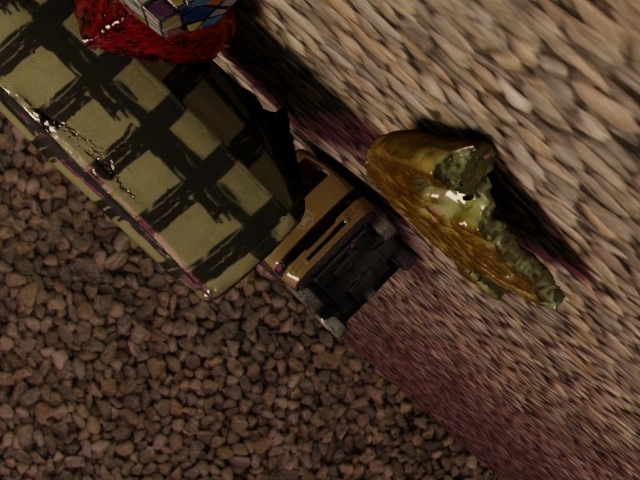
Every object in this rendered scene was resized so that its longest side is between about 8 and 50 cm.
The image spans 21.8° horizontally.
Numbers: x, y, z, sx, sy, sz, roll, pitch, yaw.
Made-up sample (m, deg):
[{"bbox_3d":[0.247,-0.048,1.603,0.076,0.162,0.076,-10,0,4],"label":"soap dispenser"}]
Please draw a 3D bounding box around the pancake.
[{"bbox_3d":[0.124,-0.017,1.345,0.197,0.054,0.376,41,177,10],"label":"pancake"}]

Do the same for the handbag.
[{"bbox_3d":[-0.164,-0.137,1.547,0.325,0.162,0.327,46,-167,-14],"label":"handbag"}]

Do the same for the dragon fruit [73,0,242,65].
[{"bbox_3d":[-0.122,-0.215,1.347,0.127,0.121,0.161,-19,162,37],"label":"dragon fruit"}]

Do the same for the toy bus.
[{"bbox_3d":[0.000,0.000,1.880,0.157,0.139,0.289,44,179,16],"label":"toy bus"}]

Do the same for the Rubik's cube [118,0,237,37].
[{"bbox_3d":[-0.105,-0.201,1.191,0.111,0.093,0.111,41,176,4],"label":"Rubik's cube"}]
